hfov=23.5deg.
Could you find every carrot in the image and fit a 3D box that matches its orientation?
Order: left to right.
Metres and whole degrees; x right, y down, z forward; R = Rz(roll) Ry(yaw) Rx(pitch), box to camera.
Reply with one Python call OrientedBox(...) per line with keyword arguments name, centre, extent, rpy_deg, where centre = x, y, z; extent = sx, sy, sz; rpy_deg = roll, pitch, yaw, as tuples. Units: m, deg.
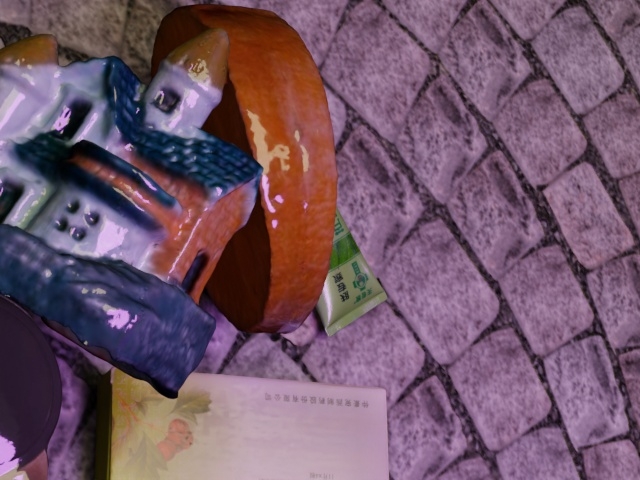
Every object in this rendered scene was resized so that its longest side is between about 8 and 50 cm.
OrientedBox(name="carrot", centre=(-0.072, -0.063, 1.381), extent=(0.100, 0.258, 0.307), rpy_deg=(-5, 71, -22))

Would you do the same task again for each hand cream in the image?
OrientedBox(name="hand cream", centre=(0.000, 0.000, 1.537), extent=(0.095, 0.046, 0.175), rpy_deg=(-31, 94, -43))

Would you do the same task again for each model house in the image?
OrientedBox(name="model house", centre=(-0.166, -0.061, 1.210), extent=(0.253, 0.184, 0.291), rpy_deg=(27, 78, 20))

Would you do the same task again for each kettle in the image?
OrientedBox(name="kettle", centre=(-0.318, 0.107, 1.123), extent=(0.165, 0.255, 0.240), rpy_deg=(-33, 93, -38))

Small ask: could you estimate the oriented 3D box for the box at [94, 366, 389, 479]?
OrientedBox(name="box", centre=(-0.068, 0.211, 1.355), extent=(0.261, 0.062, 0.175), rpy_deg=(7, 68, -20))
